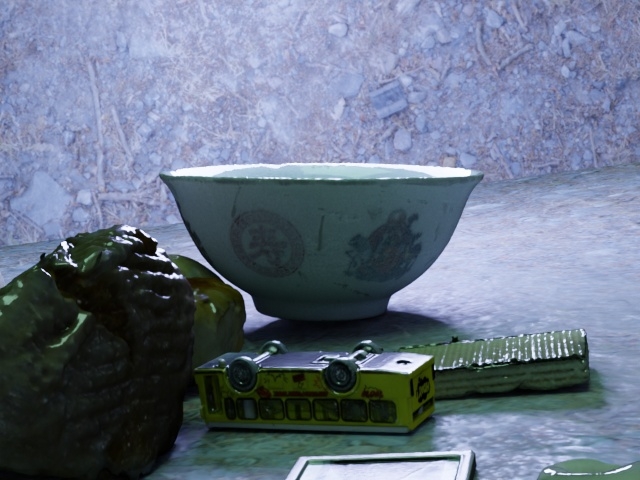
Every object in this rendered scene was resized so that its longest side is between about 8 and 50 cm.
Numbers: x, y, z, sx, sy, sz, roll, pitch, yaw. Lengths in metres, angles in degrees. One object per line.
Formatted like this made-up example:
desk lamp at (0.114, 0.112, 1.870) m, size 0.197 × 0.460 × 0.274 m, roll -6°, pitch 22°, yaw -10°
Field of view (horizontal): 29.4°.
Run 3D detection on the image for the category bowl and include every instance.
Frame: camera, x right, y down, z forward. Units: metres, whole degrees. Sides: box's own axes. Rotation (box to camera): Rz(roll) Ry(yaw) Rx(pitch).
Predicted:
bowl at (0.000, 0.000, 1.648) m, size 0.434 × 0.196 × 0.435 m, roll 1°, pitch 6°, yaw 0°

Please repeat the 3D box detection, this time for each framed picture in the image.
framed picture at (0.033, 0.196, 0.901) m, size 0.150 × 0.015 × 0.203 m, roll -5°, pitch 8°, yaw 13°

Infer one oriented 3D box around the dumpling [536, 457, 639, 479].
dumpling at (0.209, 0.168, 0.663) m, size 0.134 × 0.100 × 0.169 m, roll 6°, pitch -1°, yaw -44°

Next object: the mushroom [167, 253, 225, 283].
mushroom at (-0.183, 0.080, 1.604) m, size 0.148 × 0.112 × 0.148 m, roll 28°, pitch 11°, yaw -6°

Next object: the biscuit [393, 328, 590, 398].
biscuit at (0.170, 0.125, 1.229) m, size 0.199 × 0.041 × 0.121 m, roll -6°, pitch 10°, yaw 13°

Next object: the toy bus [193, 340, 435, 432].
toy bus at (-0.005, 0.138, 1.158) m, size 0.226 × 0.074 × 0.081 m, roll -3°, pitch 9°, yaw 24°

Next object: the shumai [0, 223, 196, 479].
shumai at (-0.279, 0.104, 1.113) m, size 0.283 × 0.217 × 0.346 m, roll -3°, pitch 11°, yaw 24°

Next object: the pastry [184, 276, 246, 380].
pastry at (-0.201, 0.109, 1.398) m, size 0.235 × 0.121 × 0.257 m, roll 1°, pitch 8°, yaw 25°

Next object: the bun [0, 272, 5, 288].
bun at (-0.444, 0.126, 1.345) m, size 0.263 × 0.175 × 0.263 m, roll -37°, pitch -16°, yaw -12°
